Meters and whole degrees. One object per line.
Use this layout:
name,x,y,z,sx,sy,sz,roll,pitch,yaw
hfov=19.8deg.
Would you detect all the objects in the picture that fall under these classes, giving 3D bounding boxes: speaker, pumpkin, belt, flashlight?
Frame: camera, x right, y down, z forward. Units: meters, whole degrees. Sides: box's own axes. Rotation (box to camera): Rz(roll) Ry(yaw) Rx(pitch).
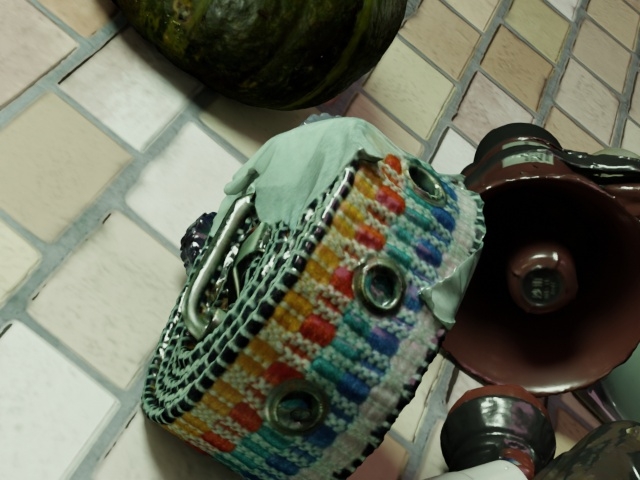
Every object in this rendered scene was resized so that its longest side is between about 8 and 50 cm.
speaker,0.228,-0.035,1.625,0.198,0.259,0.329,58,20,-16
pumpkin,-0.065,-0.258,1.635,0.320,0.192,0.320,33,28,-20
belt,-0.005,0.037,1.212,0.150,0.207,0.257,36,58,-17
flashlight,0.124,0.196,1.300,0.093,0.093,0.232,35,27,-12

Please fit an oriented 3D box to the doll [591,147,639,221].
doll,0.439,0.029,1.851,0.370,0.215,0.226,28,12,-21

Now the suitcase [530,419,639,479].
suitcase,0.130,0.244,0.938,0.194,0.339,0.351,43,25,5

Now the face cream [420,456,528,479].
face cream,0.031,0.194,1.154,0.243,0.058,0.092,-12,51,-31

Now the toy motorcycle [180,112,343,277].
toy motorcycle,0.000,0.000,1.423,0.159,0.106,0.270,45,38,-3

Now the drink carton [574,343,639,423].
drink carton,0.360,0.104,1.660,0.185,0.190,0.191,42,24,14
